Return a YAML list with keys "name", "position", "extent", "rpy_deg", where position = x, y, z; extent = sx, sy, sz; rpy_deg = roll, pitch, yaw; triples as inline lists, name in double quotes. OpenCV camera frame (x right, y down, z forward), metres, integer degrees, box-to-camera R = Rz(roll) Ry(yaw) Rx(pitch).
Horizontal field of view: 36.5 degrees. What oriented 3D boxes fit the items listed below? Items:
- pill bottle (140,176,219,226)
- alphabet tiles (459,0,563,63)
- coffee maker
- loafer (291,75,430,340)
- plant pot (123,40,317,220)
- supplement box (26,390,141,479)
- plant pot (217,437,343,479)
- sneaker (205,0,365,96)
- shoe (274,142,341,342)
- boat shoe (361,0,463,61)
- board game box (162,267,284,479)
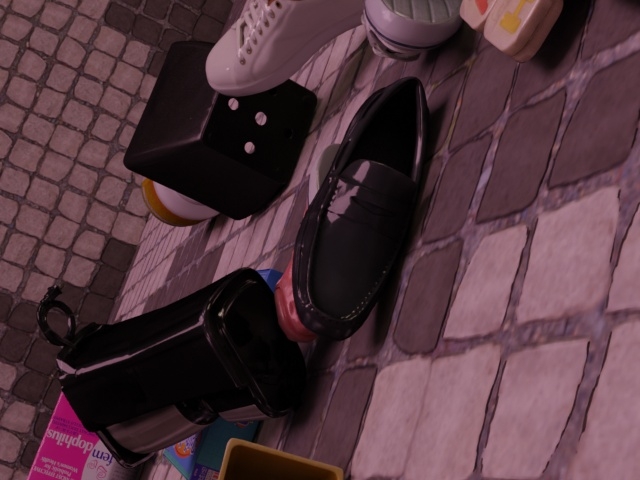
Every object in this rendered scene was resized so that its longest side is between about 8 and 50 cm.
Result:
- name: "pill bottle"
  position: [-0.204, -0.097, 1.542]
  extent: [0.136, 0.136, 0.246]
  rpy_deg: [-69, 15, -10]
- name: "alphabet tiles"
  position: [0.177, -0.253, 0.609]
  extent: [0.284, 0.021, 0.278]
  rpy_deg: [-61, 17, 19]
- name: "coffee maker"
  position: [-0.127, 0.096, 0.814]
  extent: [0.178, 0.171, 0.120]
  rpy_deg: [-25, 37, 30]
- name: "loafer"
  position: [0.033, -0.031, 0.731]
  extent: [0.078, 0.076, 0.223]
  rpy_deg: [123, 168, -59]
- name: "plant pot"
  position: [-0.111, -0.148, 1.242]
  extent: [0.167, 0.187, 0.188]
  rpy_deg: [-2, 65, 59]
- name: "supplement box"
  position: [-0.305, 0.276, 1.324]
  extent: [0.114, 0.111, 0.220]
  rpy_deg: [69, -142, -71]
- name: "plant pot"
  position: [-0.040, 0.193, 0.657]
  extent: [0.083, 0.081, 0.081]
  rpy_deg: [118, 168, -59]
- name: "sneaker"
  position: [-0.042, -0.257, 1.040]
  extent: [0.290, 0.123, 0.105]
  rpy_deg: [-27, 57, 34]
- name: "shoe"
  position: [0.000, 0.000, 0.823]
  extent: [0.081, 0.064, 0.178]
  rpy_deg: [-46, 29, 41]
- name: "boat shoe"
  position: [0.078, -0.191, 0.845]
  extent: [0.226, 0.083, 0.075]
  rpy_deg: [-70, -2, -61]
- name: "board game box"
  position: [-0.088, 0.134, 0.965]
  extent: [0.210, 0.047, 0.160]
  rpy_deg: [-69, 16, -9]
